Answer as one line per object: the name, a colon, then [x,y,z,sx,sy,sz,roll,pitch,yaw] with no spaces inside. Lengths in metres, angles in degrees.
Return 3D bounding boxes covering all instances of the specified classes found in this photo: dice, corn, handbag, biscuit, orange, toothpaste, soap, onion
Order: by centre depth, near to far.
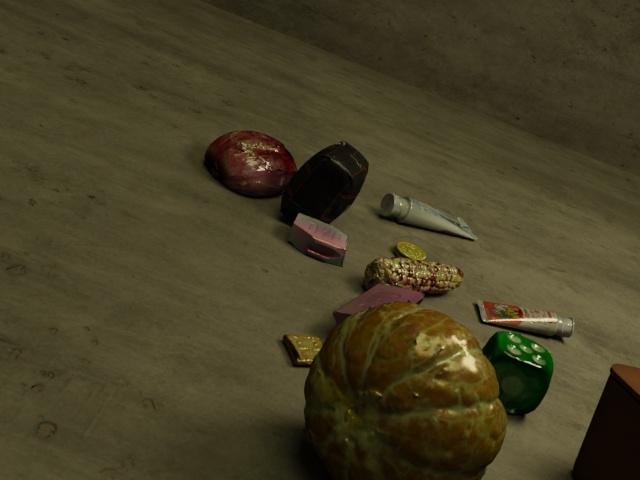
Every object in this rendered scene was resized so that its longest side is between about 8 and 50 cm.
orange: [0.131,0.256,1.287,0.329,0.329,0.249,38,22,29]
biscuit: [-0.025,0.212,1.590,0.081,0.018,0.083,7,31,-29]
dice: [0.390,0.266,1.682,0.130,0.128,0.120,22,25,1]
soap: [0.122,0.154,1.719,0.122,0.066,0.203,9,17,28]
corn: [0.221,0.089,1.940,0.280,0.092,0.092,6,30,-36]
soap: [0.000,0.000,1.966,0.149,0.056,0.100,22,29,1]
toothpaste: [0.492,0.191,1.999,0.234,0.057,0.089,10,29,-7]
handbag: [0.014,-0.135,2.050,0.155,0.215,0.169,41,29,-3]
biscuit: [0.228,0.032,2.115,0.083,0.023,0.084,19,26,-10]
onion: [-0.157,-0.219,2.186,0.283,0.120,0.227,-8,44,-46]
toothpaste: [0.304,-0.065,2.319,0.299,0.073,0.114,15,26,-30]

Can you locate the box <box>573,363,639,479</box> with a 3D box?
box: [0.636,0.408,1.443,0.239,0.230,0.339,11,19,-21]
